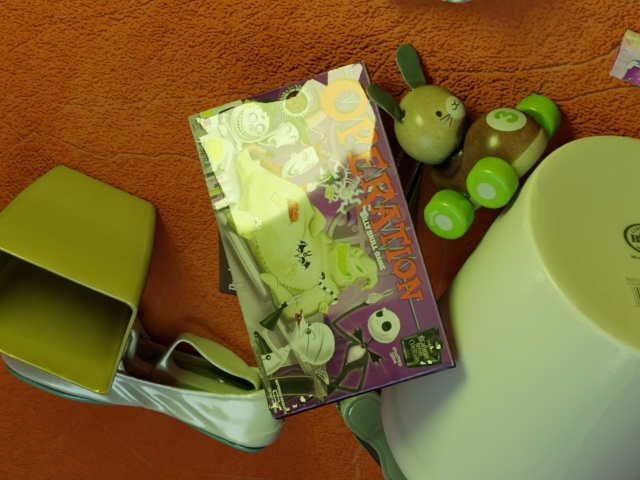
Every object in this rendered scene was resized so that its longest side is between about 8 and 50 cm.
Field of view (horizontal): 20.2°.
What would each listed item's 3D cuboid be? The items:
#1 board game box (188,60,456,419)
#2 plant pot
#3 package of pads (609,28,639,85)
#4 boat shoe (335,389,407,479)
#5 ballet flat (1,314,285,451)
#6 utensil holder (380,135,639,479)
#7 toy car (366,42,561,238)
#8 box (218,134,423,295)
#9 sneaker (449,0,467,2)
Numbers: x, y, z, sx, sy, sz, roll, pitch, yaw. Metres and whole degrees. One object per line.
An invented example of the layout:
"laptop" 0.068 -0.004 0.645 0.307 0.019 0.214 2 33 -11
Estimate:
"board game box" 0.000 0.000 1.948 0.208 0.347 0.056 -17 171 3
"plant pot" -0.316 0.035 2.283 0.212 0.187 0.212 23 139 -1
"package of pads" 0.346 -0.181 1.865 0.083 0.032 0.050 20 139 3
"boat shoe" 0.092 0.262 2.448 0.081 0.069 0.228 -36 127 1
"ballet flat" -0.231 0.167 2.459 0.400 0.139 0.139 18 140 -2
"utensil holder" 0.286 0.115 2.005 0.327 0.328 0.385 25 137 -4
"toy car" 0.138 -0.127 1.941 0.188 0.155 0.149 44 137 -7
"box" 0.002 -0.024 2.089 0.203 0.167 0.168 14 139 10
"sneaker" 0.122 -0.272 1.827 0.190 0.083 0.071 -10 132 34
